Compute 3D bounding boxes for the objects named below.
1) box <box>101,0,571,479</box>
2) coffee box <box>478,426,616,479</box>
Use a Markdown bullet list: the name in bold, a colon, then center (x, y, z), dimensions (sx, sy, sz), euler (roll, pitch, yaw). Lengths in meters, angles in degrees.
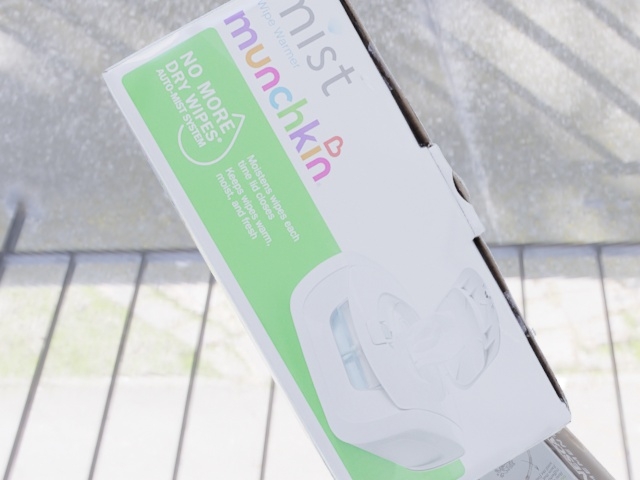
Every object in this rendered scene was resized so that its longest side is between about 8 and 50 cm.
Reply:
- **box**: center (0.000, 0.000, 0.627), dimensions (0.127, 0.231, 0.262), euler (-30, 97, -5)
- **coffee box**: center (0.153, 0.175, 0.994), dimensions (0.098, 0.246, 0.141), euler (-48, 146, 11)
